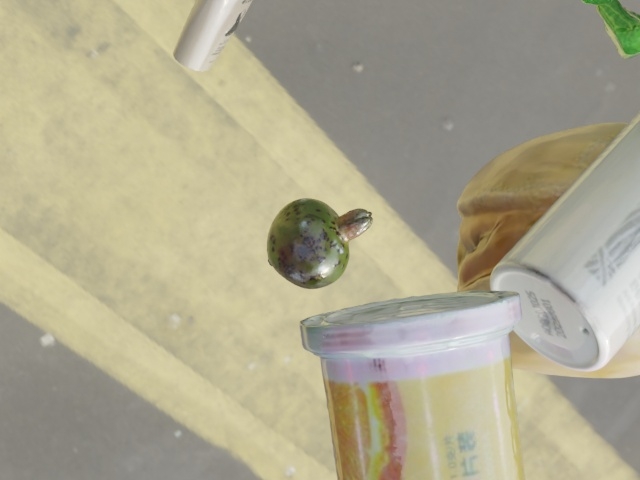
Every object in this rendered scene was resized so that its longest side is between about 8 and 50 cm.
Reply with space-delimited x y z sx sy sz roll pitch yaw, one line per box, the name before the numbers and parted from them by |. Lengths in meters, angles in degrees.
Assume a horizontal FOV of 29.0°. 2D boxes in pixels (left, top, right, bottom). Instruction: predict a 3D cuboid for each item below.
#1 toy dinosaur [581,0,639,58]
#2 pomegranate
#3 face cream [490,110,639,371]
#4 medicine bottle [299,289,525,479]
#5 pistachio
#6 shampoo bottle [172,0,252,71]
toy dinosaur | 0.368 -0.251 0.886 0.374 0.500 0.144 -42 120 3
pomegranate | -0.001 0.004 0.990 0.073 0.084 0.073 -6 98 -58
face cream | 0.261 -0.057 0.873 0.345 0.102 0.102 -44 136 -22
medicine bottle | 0.070 0.242 0.602 0.108 0.108 0.426 -8 91 -33
pistachio | 0.246 0.013 1.073 0.229 0.308 0.230 12 73 -42
shampoo bottle | -0.154 -0.397 2.024 0.257 0.078 0.127 -58 168 28
